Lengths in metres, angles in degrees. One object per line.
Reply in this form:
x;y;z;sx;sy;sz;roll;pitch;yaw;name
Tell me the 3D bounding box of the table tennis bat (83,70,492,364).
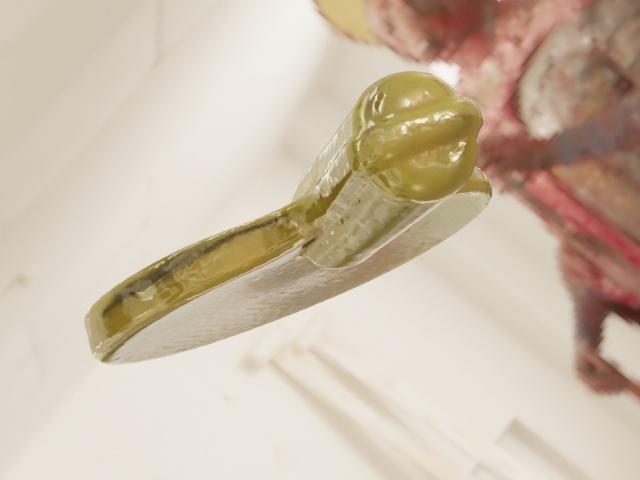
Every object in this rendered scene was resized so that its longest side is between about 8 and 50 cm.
0.000;0.000;0.802;0.198;0.050;0.321;-18;-10;-18;table tennis bat
